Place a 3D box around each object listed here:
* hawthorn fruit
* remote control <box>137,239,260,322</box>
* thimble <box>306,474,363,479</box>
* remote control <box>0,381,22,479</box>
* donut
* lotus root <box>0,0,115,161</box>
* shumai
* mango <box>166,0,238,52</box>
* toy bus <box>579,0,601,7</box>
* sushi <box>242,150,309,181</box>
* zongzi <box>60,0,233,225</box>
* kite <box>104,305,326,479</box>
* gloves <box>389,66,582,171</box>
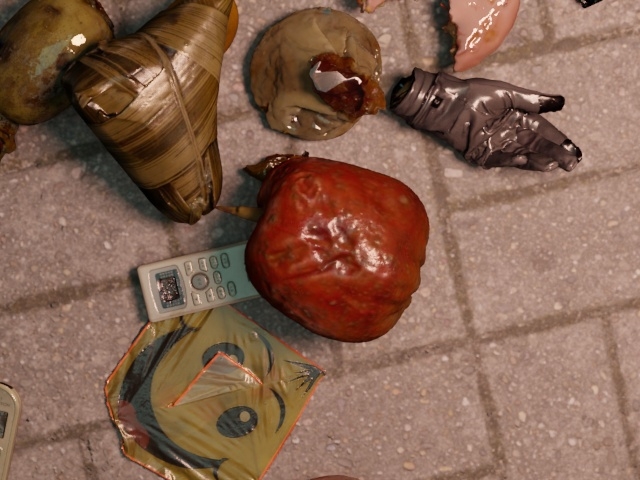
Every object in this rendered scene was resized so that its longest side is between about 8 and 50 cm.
[{"bbox_3d":[0.023,0.007,1.542,0.258,0.258,0.262,-49,123,2],"label":"hawthorn fruit"},{"bbox_3d":[-0.166,0.057,1.646,0.190,0.029,0.087,-12,91,-4],"label":"remote control"},{"bbox_3d":[0.019,0.466,1.626,0.239,0.162,0.239,0,94,2],"label":"thimble"},{"bbox_3d":[-0.491,0.313,1.657,0.078,0.042,0.221,12,93,-2],"label":"remote control"},{"bbox_3d":[0.173,-0.364,1.601,0.233,0.085,0.199,34,93,-3],"label":"donut"},{"bbox_3d":[-0.398,-0.231,1.565,0.154,0.154,0.278,41,96,-4],"label":"lotus root"},{"bbox_3d":[-0.001,-0.231,1.590,0.201,0.120,0.201,0,97,-3],"label":"shumai"},{"bbox_3d":[-0.190,-0.280,1.601,0.102,0.085,0.184,38,104,-11],"label":"mango"},{"bbox_3d":[0.343,-0.423,1.598,0.182,0.091,0.103,38,91,-6],"label":"toy bus"},{"bbox_3d":[-0.061,-0.103,1.636,0.099,0.047,0.050,-6,107,-18],"label":"sushi"},{"bbox_3d":[-0.166,-0.197,1.549,0.288,0.134,0.286,-42,129,-10],"label":"zongzi"},{"bbox_3d":[-0.150,0.233,1.675,0.328,0.013,0.377,-14,94,-2],"label":"kite"},{"bbox_3d":[0.239,-0.173,1.604,0.286,0.119,0.142,26,105,6],"label":"gloves"}]
